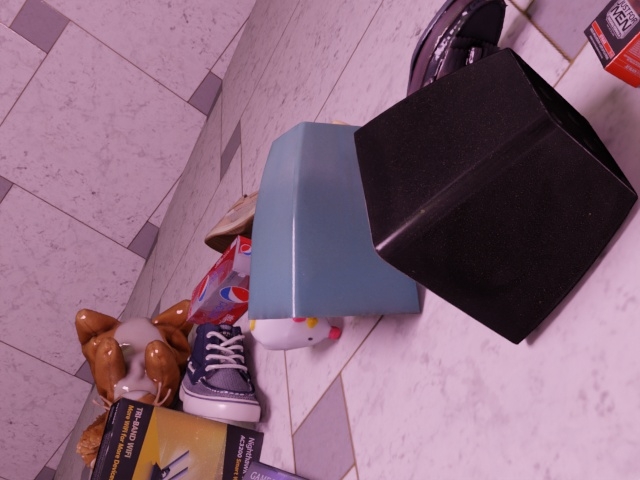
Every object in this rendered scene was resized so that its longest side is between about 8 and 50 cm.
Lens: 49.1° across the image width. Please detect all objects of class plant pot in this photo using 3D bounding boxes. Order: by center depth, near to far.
[{"bbox_3d":[0.159,-0.055,0.630,0.167,0.188,0.187,-44,31,28],"label":"plant pot"},{"bbox_3d":[0.006,-0.020,0.880,0.165,0.165,0.234,164,104,-65],"label":"plant pot"}]

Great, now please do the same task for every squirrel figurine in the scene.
[{"bbox_3d":[-0.426,0.389,1.633,0.370,0.281,0.397,-113,32,-47],"label":"squirrel figurine"}]

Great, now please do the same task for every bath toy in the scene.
[{"bbox_3d":[0.000,0.000,1.039,0.151,0.129,0.348,85,-159,-74],"label":"bath toy"}]

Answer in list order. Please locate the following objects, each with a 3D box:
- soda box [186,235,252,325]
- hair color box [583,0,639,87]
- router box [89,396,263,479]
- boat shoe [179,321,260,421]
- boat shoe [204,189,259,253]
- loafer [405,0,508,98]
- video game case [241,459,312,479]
[{"bbox_3d":[-0.185,0.095,1.444,0.263,0.092,0.083,-44,34,49],"label":"soda box"},{"bbox_3d":[0.298,-0.209,0.599,0.141,0.043,0.072,-52,26,37],"label":"hair color box"},{"bbox_3d":[-0.236,0.422,1.067,0.081,0.242,0.309,-36,39,55],"label":"router box"},{"bbox_3d":[-0.183,0.228,1.265,0.340,0.127,0.158,170,111,-67],"label":"boat shoe"},{"bbox_3d":[-0.143,-0.042,1.457,0.302,0.109,0.098,-27,41,53],"label":"boat shoe"},{"bbox_3d":[0.152,-0.159,0.863,0.095,0.109,0.303,61,137,40],"label":"loafer"},{"bbox_3d":[-0.106,0.418,0.880,0.196,0.026,0.274,-10,41,57],"label":"video game case"}]
